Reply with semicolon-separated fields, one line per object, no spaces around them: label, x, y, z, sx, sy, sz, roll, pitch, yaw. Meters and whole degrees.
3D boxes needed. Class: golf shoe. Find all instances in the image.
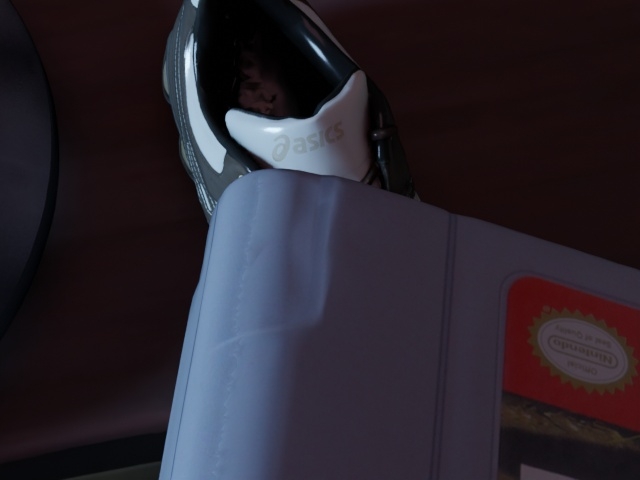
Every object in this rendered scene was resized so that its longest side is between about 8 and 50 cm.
golf shoe;0.000;0.000;0.525;0.077;0.094;0.198;-28;77;-7

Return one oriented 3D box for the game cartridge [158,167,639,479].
game cartridge;0.099;0.104;0.441;0.294;0.060;0.196;17;56;-13

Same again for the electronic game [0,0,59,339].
electronic game;-0.200;-0.019;0.558;0.229;0.048;0.229;-2;67;6
